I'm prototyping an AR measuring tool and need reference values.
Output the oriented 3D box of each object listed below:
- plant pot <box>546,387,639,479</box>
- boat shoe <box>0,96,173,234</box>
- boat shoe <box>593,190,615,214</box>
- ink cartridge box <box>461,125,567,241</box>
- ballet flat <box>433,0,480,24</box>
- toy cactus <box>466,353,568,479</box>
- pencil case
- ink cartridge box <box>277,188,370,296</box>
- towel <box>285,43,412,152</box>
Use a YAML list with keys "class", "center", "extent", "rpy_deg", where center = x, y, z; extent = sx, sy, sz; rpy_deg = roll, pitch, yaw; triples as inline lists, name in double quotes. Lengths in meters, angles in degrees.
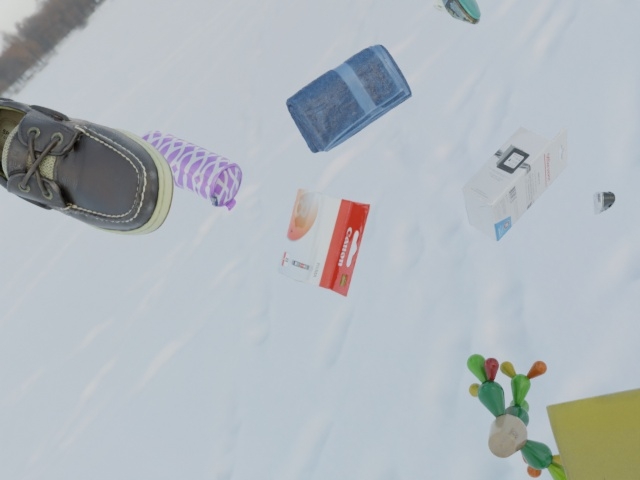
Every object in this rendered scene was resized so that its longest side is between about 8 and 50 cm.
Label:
- class: "plant pot"
  center: [0.373, 0.243, 0.649]
  extent: [0.212, 0.212, 0.187]
  rpy_deg: [-34, 50, 53]
- class: "boat shoe"
  center: [-0.139, -0.039, 0.353]
  extent: [0.152, 0.049, 0.056]
  rpy_deg: [18, 99, 33]
- class: "boat shoe"
  center: [0.649, -0.087, 1.587]
  extent: [0.040, 0.049, 0.142]
  rpy_deg: [-3, -3, 18]
- class: "ink cartridge box"
  center: [0.306, -0.099, 1.079]
  extent: [0.180, 0.104, 0.060]
  rpy_deg: [-45, 54, -12]
- class: "ballet flat"
  center: [0.213, -0.430, 1.178]
  extent: [0.070, 0.070, 0.188]
  rpy_deg: [-29, 67, 29]
- class: "toy cactus"
  center: [0.278, 0.254, 0.959]
  extent: [0.112, 0.219, 0.180]
  rpy_deg: [-31, -9, 24]
- class: "pencil case"
  center: [-0.229, -0.124, 1.208]
  extent: [0.206, 0.088, 0.086]
  rpy_deg: [27, 57, 26]
- class: "ink cartridge box"
  center: [0.000, 0.000, 1.073]
  extent: [0.179, 0.045, 0.145]
  rpy_deg: [18, 93, 64]
- class: "towel"
  center: [0.029, -0.141, 0.686]
  extent: [0.119, 0.067, 0.029]
  rpy_deg: [-35, 10, -13]
